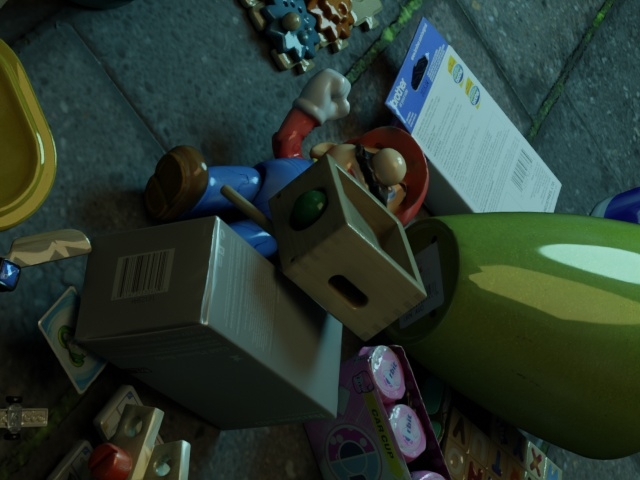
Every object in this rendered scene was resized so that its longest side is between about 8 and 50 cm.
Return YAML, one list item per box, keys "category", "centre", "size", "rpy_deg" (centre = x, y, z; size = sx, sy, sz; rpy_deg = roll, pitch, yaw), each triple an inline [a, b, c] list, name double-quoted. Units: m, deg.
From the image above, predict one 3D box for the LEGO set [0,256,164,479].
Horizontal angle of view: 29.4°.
- category: "LEGO set"
  centre: [-0.230, 0.137, 0.949]
  size: [0.182, 0.060, 0.244]
  rpy_deg: [-55, 132, -43]

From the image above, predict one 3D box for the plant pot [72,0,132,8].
- category: "plant pot"
  centre: [-0.150, -0.343, 1.101]
  size: [0.271, 0.255, 0.272]
  rpy_deg: [22, 58, -40]

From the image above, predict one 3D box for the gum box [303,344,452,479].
- category: "gum box"
  centre: [0.053, 0.200, 1.193]
  size: [0.062, 0.107, 0.188]
  rpy_deg: [-17, 86, -50]

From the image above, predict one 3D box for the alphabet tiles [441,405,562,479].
- category: "alphabet tiles"
  centre: [0.205, 0.295, 1.382]
  size: [0.237, 0.009, 0.198]
  rpy_deg: [43, 46, -34]

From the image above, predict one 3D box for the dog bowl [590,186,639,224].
- category: "dog bowl"
  centre: [0.499, 0.048, 1.762]
  size: [0.265, 0.104, 0.265]
  rpy_deg: [23, 57, -40]

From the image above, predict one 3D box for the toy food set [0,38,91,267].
- category: "toy food set"
  centre: [-0.284, -0.066, 0.980]
  size: [0.128, 0.071, 0.218]
  rpy_deg: [-21, 87, -26]

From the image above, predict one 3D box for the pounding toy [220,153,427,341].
- category: "pounding toy"
  centre: [0.000, 0.000, 1.061]
  size: [0.141, 0.100, 0.130]
  rpy_deg: [41, 20, -32]

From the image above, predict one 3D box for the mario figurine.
- category: "mario figurine"
  centre: [-0.002, -0.054, 1.194]
  size: [0.320, 0.170, 0.198]
  rpy_deg: [-15, 119, -43]

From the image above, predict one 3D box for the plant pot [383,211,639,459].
- category: "plant pot"
  centre: [0.217, 0.078, 1.318]
  size: [0.293, 0.275, 0.275]
  rpy_deg: [17, 60, -32]

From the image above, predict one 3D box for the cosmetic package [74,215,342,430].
- category: "cosmetic package"
  centre: [-0.085, 0.078, 1.034]
  size: [0.238, 0.127, 0.107]
  rpy_deg: [45, 42, -50]

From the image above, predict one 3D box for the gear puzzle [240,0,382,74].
- category: "gear puzzle"
  centre: [0.017, -0.324, 1.440]
  size: [0.339, 0.044, 0.175]
  rpy_deg: [-41, 104, -49]

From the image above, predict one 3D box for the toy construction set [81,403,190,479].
- category: "toy construction set"
  centre: [-0.062, 0.272, 0.979]
  size: [0.327, 0.151, 0.215]
  rpy_deg: [34, 82, -32]

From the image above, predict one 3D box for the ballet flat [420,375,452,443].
- category: "ballet flat"
  centre: [0.120, 0.201, 1.325]
  size: [0.041, 0.041, 0.114]
  rpy_deg: [44, 46, -26]

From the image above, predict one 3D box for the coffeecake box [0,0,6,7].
- category: "coffeecake box"
  centre: [-0.329, -0.223, 0.915]
  size: [0.185, 0.068, 0.142]
  rpy_deg: [36, 48, -13]

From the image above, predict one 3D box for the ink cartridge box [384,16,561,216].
- category: "ink cartridge box"
  centre: [0.178, -0.105, 1.507]
  size: [0.311, 0.065, 0.186]
  rpy_deg: [48, 44, -26]
